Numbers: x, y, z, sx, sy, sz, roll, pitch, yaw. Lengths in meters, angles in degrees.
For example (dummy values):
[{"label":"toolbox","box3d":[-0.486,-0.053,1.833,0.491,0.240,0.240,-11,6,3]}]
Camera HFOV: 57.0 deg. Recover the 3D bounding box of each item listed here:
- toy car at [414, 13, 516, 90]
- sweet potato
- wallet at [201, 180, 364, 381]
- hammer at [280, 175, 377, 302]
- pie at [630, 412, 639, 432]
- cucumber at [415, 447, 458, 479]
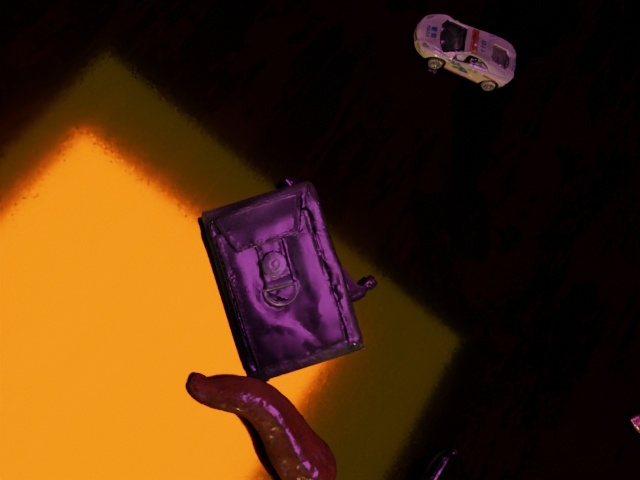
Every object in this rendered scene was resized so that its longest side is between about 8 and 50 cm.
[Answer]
[{"label":"toy car","box3d":[0.240,-0.309,0.961,0.186,0.058,0.093,16,76,-19]},{"label":"sweet potato","box3d":[-0.060,0.235,0.734,0.081,0.062,0.233,-44,96,-3]},{"label":"wallet","box3d":[-0.047,0.054,0.773,0.160,0.055,0.235,-17,87,-7]},{"label":"hammer","box3d":[0.000,0.000,0.826,0.078,0.021,0.200,-32,92,-24]},{"label":"pie","box3d":[0.598,0.298,1.000,0.170,0.034,0.092,-27,87,-24]},{"label":"cucumber","box3d":[0.128,0.359,0.804,0.184,0.033,0.036,-47,124,-22]}]
